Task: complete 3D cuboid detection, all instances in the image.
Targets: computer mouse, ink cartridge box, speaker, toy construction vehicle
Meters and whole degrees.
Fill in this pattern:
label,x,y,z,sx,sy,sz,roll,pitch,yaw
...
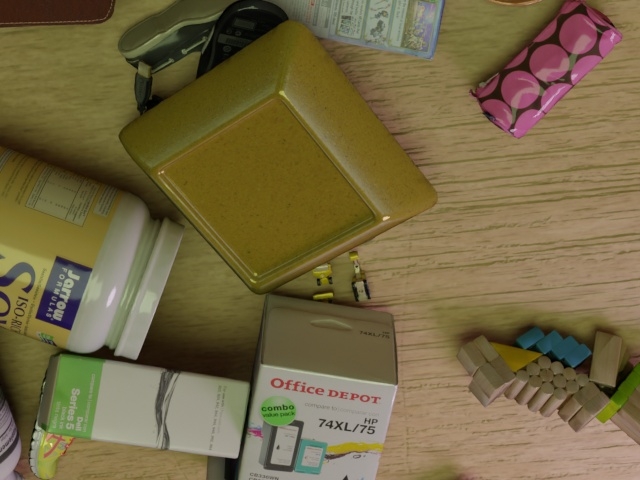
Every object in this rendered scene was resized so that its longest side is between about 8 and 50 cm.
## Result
label,x,y,z,sx,sy,sz,roll,pitch,yaw
computer mouse,-0.152,-0.245,1.593,0.184,0.060,0.262,7,141,-14
ink cartridge box,-0.009,0.251,1.739,0.198,0.197,0.270,9,117,-4
ink cartridge box,-0.259,0.239,1.713,0.273,0.198,0.114,11,81,-15
speaker,-0.151,0.368,1.831,0.055,0.136,0.055,-1,107,-3
toy construction vehicle,0.029,0.066,1.771,0.086,0.035,0.098,-12,117,8

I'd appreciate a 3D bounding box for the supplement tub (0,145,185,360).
label,x,y,z,sx,sy,sz,roll,pitch,yaw
supplement tub,-0.378,0.017,1.638,0.331,0.241,0.241,20,110,-7

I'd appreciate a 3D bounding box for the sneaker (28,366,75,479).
label,x,y,z,sx,sy,sz,roll,pitch,yaw
sneaker,-0.393,0.284,1.828,0.094,0.081,0.208,13,110,-7

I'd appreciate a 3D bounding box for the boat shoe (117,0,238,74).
label,x,y,z,sx,sy,sz,roll,pitch,yaw
boat shoe,-0.175,-0.291,1.622,0.206,0.075,0.065,-25,137,9

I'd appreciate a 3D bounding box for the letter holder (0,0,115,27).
label,x,y,z,sx,sy,sz,roll,pitch,yaw
letter holder,-0.376,-0.437,1.511,0.215,0.152,0.301,-7,113,-24

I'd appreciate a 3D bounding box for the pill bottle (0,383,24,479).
label,x,y,z,sx,sy,sz,roll,pitch,yaw
pill bottle,-0.569,0.269,1.753,0.210,0.210,0.362,-12,111,4

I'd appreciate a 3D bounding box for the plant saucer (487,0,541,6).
label,x,y,z,sx,sy,sz,roll,pitch,yaw
plant saucer,0.263,-0.416,1.581,0.200,0.037,0.199,0,112,1

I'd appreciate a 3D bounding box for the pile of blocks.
label,x,y,z,sx,sy,sz,roll,pitch,yaw
pile of blocks,0.383,0.218,1.805,0.362,0.149,0.112,18,153,3

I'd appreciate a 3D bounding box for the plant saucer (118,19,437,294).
label,x,y,z,sx,sy,sz,roll,pitch,yaw
plant saucer,-0.066,-0.081,1.606,0.333,0.081,0.332,-28,116,28

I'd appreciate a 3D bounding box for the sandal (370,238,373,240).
label,x,y,z,sx,sy,sz,roll,pitch,yaw
sandal,0.000,0.000,1.734,0.180,0.049,0.072,-16,110,6

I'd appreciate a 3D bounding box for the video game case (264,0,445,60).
label,x,y,z,sx,sy,sz,roll,pitch,yaw
video game case,0.056,-0.395,1.557,0.244,0.061,0.269,13,111,7

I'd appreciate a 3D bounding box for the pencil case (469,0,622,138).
label,x,y,z,sx,sy,sz,roll,pitch,yaw
pencil case,0.308,-0.239,1.624,0.209,0.095,0.098,-44,89,13
